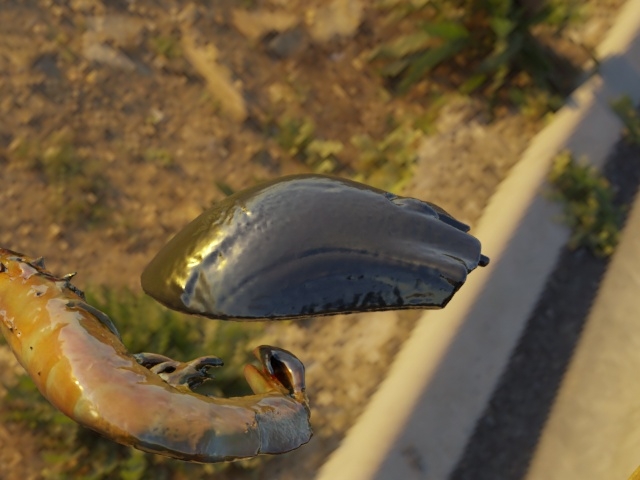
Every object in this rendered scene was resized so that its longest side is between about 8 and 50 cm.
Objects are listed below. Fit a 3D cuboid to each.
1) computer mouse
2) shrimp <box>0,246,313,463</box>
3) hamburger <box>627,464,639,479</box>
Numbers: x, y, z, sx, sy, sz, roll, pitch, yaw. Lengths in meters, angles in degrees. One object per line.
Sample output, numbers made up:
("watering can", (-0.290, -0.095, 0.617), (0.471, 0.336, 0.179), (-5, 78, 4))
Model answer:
("computer mouse", (0.000, 0.000, 1.274), (0.264, 0.088, 0.147), (-1, 22, -13))
("shrimp", (-0.071, 0.040, 0.689), (0.124, 0.034, 0.178), (3, 19, -37))
("hamburger", (0.247, 0.239, 1.127), (0.132, 0.211, 0.309), (30, 63, -8))
